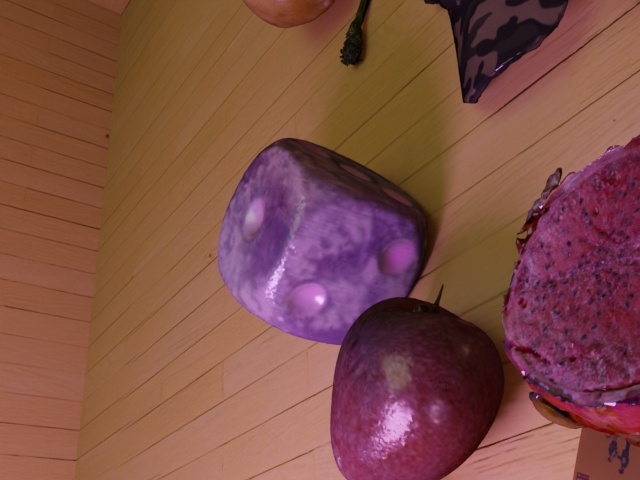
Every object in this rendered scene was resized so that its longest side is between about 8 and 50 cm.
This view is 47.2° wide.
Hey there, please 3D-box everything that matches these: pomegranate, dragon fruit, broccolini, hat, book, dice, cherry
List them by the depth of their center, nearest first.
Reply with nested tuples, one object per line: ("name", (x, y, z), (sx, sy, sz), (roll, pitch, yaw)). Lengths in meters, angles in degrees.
("dragon fruit", (0.352, 0.089, 0.692), (0.296, 0.262, 0.314), (-28, 40, 50))
("book", (0.357, 0.219, 0.853), (0.118, 0.012, 0.172), (1, 77, 58))
("cherry", (0.125, 0.209, 1.013), (0.308, 0.221, 0.261), (-65, 17, 0))
("hat", (0.221, -0.430, 1.156), (0.366, 0.257, 0.382), (-47, 21, 56))
("dice", (0.000, 0.000, 1.263), (0.270, 0.271, 0.270), (-62, 33, 16))
("broccolini", (0.083, -0.489, 1.582), (0.051, 0.054, 0.239), (157, 127, -68))
("pomegranate", (-0.081, -0.660, 1.669), (0.332, 0.332, 0.333), (-31, 51, 47))
